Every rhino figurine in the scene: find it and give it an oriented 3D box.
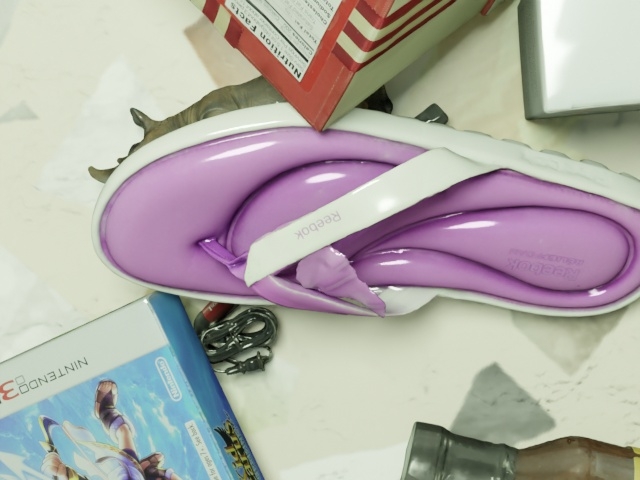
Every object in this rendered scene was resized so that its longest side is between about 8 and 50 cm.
[{"bbox_3d":[-0.059,-0.078,0.843,0.243,0.106,0.073,-13,134,8],"label":"rhino figurine"}]

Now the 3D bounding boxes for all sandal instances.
[{"bbox_3d":[0.050,-0.002,0.773,0.416,0.102,0.169,1,127,-5],"label":"sandal"}]

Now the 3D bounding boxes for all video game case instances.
[{"bbox_3d":[-0.170,0.205,0.875,0.244,0.061,0.270,-25,91,17],"label":"video game case"}]

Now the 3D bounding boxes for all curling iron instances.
[{"bbox_3d":[0.000,0.000,0.869,0.068,0.035,0.274,41,98,-2],"label":"curling iron"}]

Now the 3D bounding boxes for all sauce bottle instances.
[{"bbox_3d":[0.228,0.206,0.824,0.344,0.111,0.112,14,96,7],"label":"sauce bottle"}]

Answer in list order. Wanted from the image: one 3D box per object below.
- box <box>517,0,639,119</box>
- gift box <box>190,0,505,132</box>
[{"bbox_3d":[0.207,-0.134,0.767,0.130,0.170,0.091,-4,94,6],"label":"box"},{"bbox_3d":[0.053,-0.259,0.688,0.258,0.276,0.255,-40,87,-30],"label":"gift box"}]
